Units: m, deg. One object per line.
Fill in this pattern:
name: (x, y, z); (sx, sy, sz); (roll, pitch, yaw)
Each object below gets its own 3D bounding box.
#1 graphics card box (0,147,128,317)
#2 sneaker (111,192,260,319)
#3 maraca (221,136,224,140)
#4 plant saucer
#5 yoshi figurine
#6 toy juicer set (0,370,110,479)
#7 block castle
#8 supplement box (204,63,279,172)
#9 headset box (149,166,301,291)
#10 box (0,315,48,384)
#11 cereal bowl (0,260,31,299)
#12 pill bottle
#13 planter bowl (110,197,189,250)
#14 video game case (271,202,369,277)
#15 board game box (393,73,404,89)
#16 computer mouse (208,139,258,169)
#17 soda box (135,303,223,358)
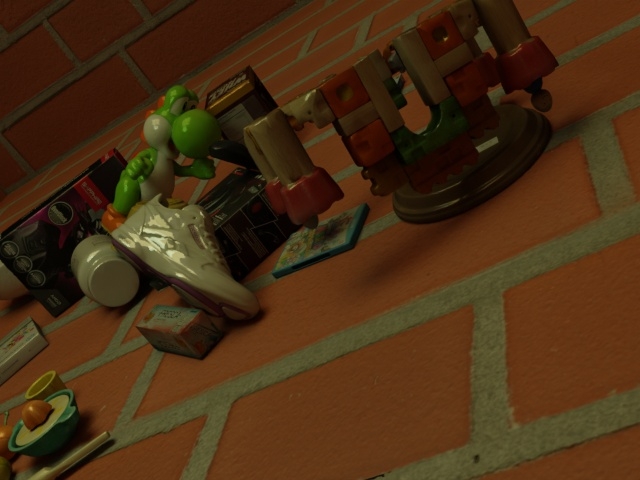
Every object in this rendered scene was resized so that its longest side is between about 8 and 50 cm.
graphics card box: (-0.568, -0.019, 2.052); (0.371, 0.232, 0.094); (-37, 22, -3)
sneaker: (-0.209, 0.019, 1.423); (0.305, 0.114, 0.152); (31, 72, 24)
maraca: (-0.200, -0.312, 2.286); (0.186, 0.099, 0.127); (-20, 9, -41)
plant saucer: (0.227, -0.130, 1.348); (0.278, 0.041, 0.278); (-30, 23, 14)
yoshi figurine: (-0.336, -0.160, 1.906); (0.203, 0.203, 0.362); (-126, 58, -78)
toy juicer set: (-0.485, 0.329, 1.413); (0.209, 0.089, 0.329); (-43, 23, -18)
block castle: (0.114, -0.189, 1.314); (0.453, 0.212, 0.303); (-31, 10, -5)
supplement box: (-0.168, -0.291, 2.053); (0.129, 0.194, 0.191); (-33, 22, 9)
headset box: (-0.199, 0.000, 1.622); (0.293, 0.110, 0.218); (-42, 23, -13)
box: (-0.706, 0.253, 1.968); (0.145, 0.038, 0.186); (-42, 23, -13)
cereal bowl: (-0.792, 0.048, 2.371); (0.339, 0.141, 0.339); (-30, 23, 14)
pill bottle: (-0.463, 0.068, 1.852); (0.131, 0.131, 0.229); (-41, 22, -11)
planter bowl: (-0.335, -0.039, 1.796); (0.217, 0.090, 0.217); (-3, 11, 1)
video game case: (0.000, 0.000, 1.455); (0.166, 0.015, 0.119); (-22, 26, 31)
board game box: (0.139, -0.326, 1.901); (0.090, 0.020, 0.090); (-23, 26, 29)
computer mouse: (-0.106, -0.151, 1.651); (0.071, 0.242, 0.041); (18, 92, 54)
soda box: (-0.241, 0.152, 1.442); (0.058, 0.063, 0.183); (-47, 25, -25)
